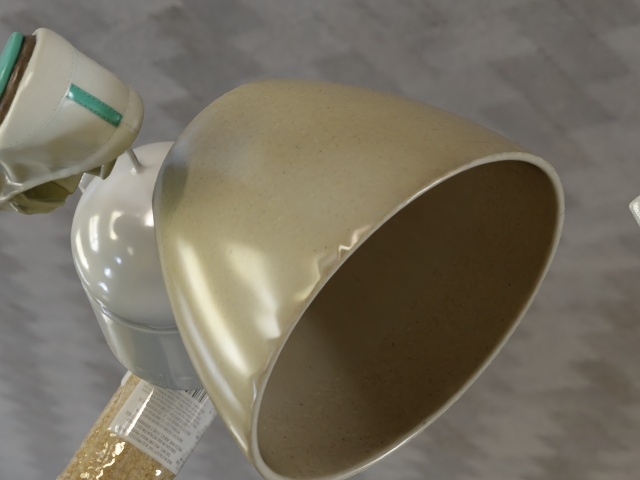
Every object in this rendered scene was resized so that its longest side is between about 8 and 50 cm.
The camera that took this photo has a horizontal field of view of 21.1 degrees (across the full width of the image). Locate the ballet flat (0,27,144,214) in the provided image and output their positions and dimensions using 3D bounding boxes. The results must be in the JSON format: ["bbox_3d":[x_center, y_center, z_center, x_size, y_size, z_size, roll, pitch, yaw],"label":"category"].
[{"bbox_3d":[-0.240,-0.077,1.415,0.139,0.139,0.400,27,166,-17],"label":"ballet flat"}]

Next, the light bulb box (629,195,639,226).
[{"bbox_3d":[0.535,0.080,1.643,0.225,0.361,0.358,-39,148,24],"label":"light bulb box"}]

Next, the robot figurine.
[{"bbox_3d":[-0.146,0.029,1.794,0.300,0.200,0.353,40,162,21],"label":"robot figurine"}]

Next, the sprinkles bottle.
[{"bbox_3d":[-0.190,0.205,2.005,0.121,0.355,0.121,32,168,8],"label":"sprinkles bottle"}]

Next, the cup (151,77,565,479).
[{"bbox_3d":[0.000,0.000,1.401,0.237,0.331,0.331,43,166,29],"label":"cup"}]
